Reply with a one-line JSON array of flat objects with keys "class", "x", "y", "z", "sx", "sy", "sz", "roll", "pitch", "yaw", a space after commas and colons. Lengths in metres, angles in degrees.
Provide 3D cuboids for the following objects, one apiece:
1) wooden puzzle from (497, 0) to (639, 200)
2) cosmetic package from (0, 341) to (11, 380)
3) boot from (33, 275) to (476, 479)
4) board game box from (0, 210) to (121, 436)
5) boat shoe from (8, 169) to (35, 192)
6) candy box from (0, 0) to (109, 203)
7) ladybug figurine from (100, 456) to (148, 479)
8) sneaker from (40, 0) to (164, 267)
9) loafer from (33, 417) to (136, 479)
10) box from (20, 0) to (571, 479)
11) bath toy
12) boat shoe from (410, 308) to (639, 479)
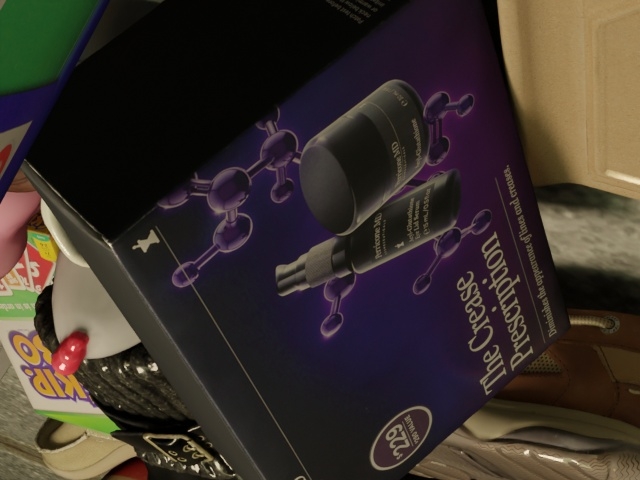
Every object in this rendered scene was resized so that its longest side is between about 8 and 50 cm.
[{"class": "wooden puzzle", "x": 0.192, "y": -0.067, "z": 0.565, "sx": 0.238, "sy": 0.044, "sz": 0.221, "roll": 13, "pitch": 153, "yaw": 18}, {"class": "cosmetic package", "x": -0.546, "y": 0.052, "z": 1.413, "sx": 0.453, "sy": 0.161, "sz": 0.230, "roll": 12, "pitch": 153, "yaw": 31}, {"class": "boot", "x": -0.031, "y": 0.126, "z": 1.078, "sx": 0.348, "sy": 0.131, "sz": 0.260, "roll": -2, "pitch": 132, "yaw": 23}, {"class": "board game box", "x": -0.223, "y": 0.077, "z": 1.200, "sx": 0.124, "sy": 0.039, "sz": 0.259, "roll": 11, "pitch": 137, "yaw": 31}, {"class": "boat shoe", "x": -0.294, "y": -0.117, "z": 0.847, "sx": 0.342, "sy": 0.123, "sz": 0.123, "roll": 24, "pitch": 171, "yaw": 23}, {"class": "candy box", "x": -0.118, "y": -0.099, "z": 0.355, "sx": 0.122, "sy": 0.317, "sz": 0.268, "roll": 31, "pitch": -176, "yaw": -3}, {"class": "ladybug figurine", "x": -0.067, "y": 0.283, "z": 1.386, "sx": 0.305, "sy": 0.162, "sz": 0.449, "roll": 35, "pitch": 155, "yaw": -30}, {"class": "sneaker", "x": -0.075, "y": -0.020, "z": 0.786, "sx": 0.126, "sy": 0.127, "sz": 0.321, "roll": 5, "pitch": 158, "yaw": 15}, {"class": "loafer", "x": -0.192, "y": 0.156, "z": 1.352, "sx": 0.268, "sy": 0.102, "sz": 0.092, "roll": -22, "pitch": 113, "yaw": 43}, {"class": "box", "x": 0.000, "y": 0.000, "z": 0.652, "sx": 0.103, "sy": 0.184, "sz": 0.261, "roll": 43, "pitch": 167, "yaw": 40}, {"class": "bath toy", "x": -0.252, "y": -0.024, "z": 0.967, "sx": 0.348, "sy": 0.129, "sz": 0.151, "roll": 30, "pitch": 156, "yaw": 1}, {"class": "boat shoe", "x": 0.083, "y": 0.083, "z": 0.891, "sx": 0.324, "sy": 0.116, "sz": 0.123, "roll": 7, "pitch": 158, "yaw": 39}]
